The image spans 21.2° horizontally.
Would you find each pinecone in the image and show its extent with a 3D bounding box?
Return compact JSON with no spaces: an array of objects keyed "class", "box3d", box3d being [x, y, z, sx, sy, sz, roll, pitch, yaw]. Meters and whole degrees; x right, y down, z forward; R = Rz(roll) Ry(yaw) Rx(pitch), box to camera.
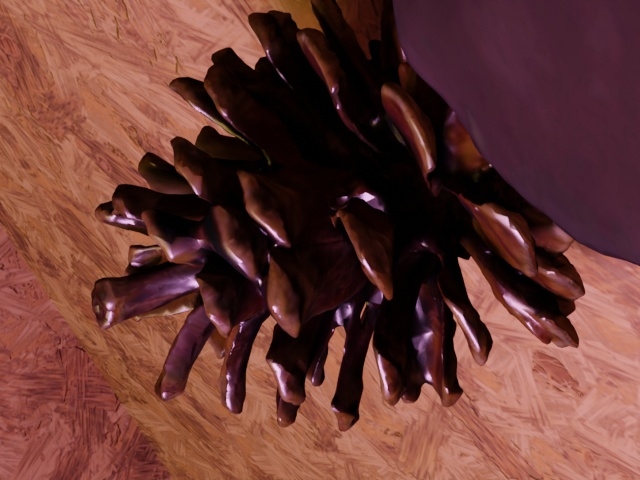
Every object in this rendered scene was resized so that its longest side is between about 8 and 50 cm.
[{"class":"pinecone","box3d":[0.000,0.000,1.337,0.384,0.384,0.384,36,156,19]}]

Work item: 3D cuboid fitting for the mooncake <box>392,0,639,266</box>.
[{"class":"mooncake","box3d":[0.154,-0.165,0.597,0.350,0.212,0.381,58,163,32]}]
